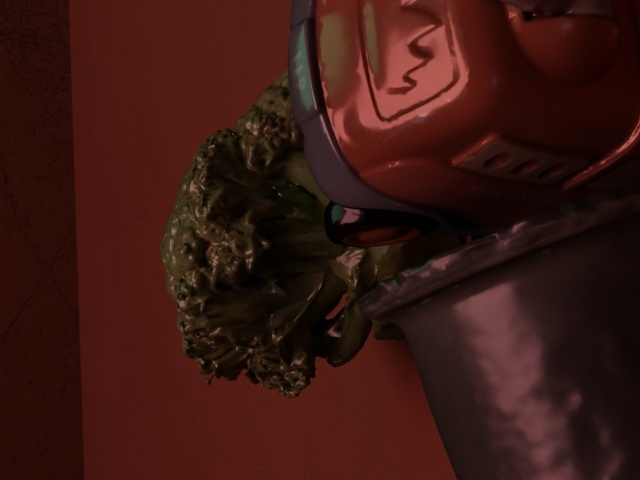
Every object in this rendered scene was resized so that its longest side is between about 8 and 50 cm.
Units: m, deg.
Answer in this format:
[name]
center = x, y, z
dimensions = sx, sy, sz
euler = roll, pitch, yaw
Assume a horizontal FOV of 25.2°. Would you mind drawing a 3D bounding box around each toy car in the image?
[toy car]
center = 0.122, -0.102, 0.863
dimensions = 0.212, 0.270, 0.180
euler = -21, 71, 48

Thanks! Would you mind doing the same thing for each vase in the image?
[vase]
center = 0.176, 0.130, 0.814
dimensions = 0.245, 0.245, 0.291
euler = -42, 64, 63

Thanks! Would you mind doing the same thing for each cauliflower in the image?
[cauliflower]
center = 0.000, 0.000, 1.231
dimensions = 0.250, 0.272, 0.275
euler = 23, 139, 30
